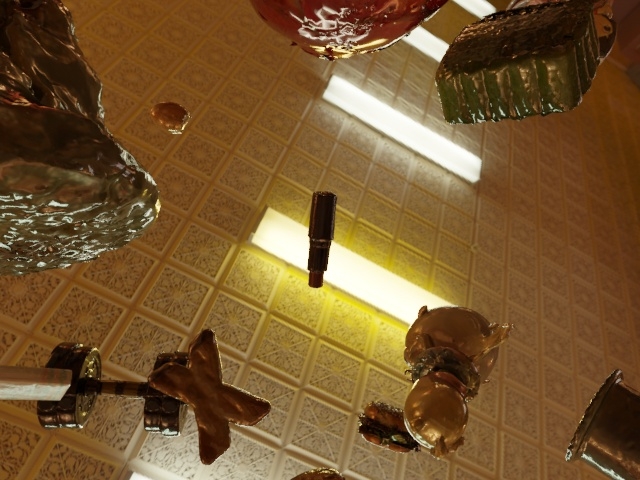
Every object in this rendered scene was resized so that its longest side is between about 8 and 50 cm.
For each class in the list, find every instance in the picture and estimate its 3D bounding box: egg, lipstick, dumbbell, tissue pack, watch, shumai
[{"bbox_3d":[-0.388,-0.319,1.258,0.096,0.080,0.080,26,-130,-6],"label":"egg"},{"bbox_3d":[0.000,0.000,1.469,0.081,0.081,0.300,-3,-75,-30],"label":"lipstick"},{"bbox_3d":[-0.433,0.323,1.062,0.388,0.185,0.185,5,-125,-6],"label":"dumbbell"},{"bbox_3d":[-0.337,0.156,0.536,0.108,0.056,0.023,16,-133,-35],"label":"tissue pack"},{"bbox_3d":[0.511,-0.451,1.088,0.196,0.231,0.244,-21,-99,-16],"label":"watch"},{"bbox_3d":[-0.370,-0.133,0.496,0.324,0.397,0.323,32,-131,-67],"label":"shumai"}]

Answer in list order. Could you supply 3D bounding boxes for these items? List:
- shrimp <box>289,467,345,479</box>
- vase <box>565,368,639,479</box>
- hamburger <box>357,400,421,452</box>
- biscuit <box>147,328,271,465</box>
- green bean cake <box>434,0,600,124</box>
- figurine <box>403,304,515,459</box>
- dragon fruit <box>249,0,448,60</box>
[{"bbox_3d":[-0.051,0.368,0.661,0.190,0.101,0.042,-23,-77,-9],"label":"shrimp"},{"bbox_3d":[0.693,0.436,0.987,0.245,0.245,0.291,-20,-146,-37],"label":"vase"},{"bbox_3d":[0.171,0.460,1.212,0.164,0.189,0.093,17,-98,-1],"label":"hamburger"},{"bbox_3d":[-0.214,0.295,0.940,0.164,0.047,0.208,-40,-102,-3],"label":"biscuit"},{"bbox_3d":[0.293,-0.267,0.734,0.200,0.214,0.113,-56,-47,-36],"label":"green bean cake"},{"bbox_3d":[0.266,0.258,0.971,0.226,0.274,0.394,46,-148,3],"label":"figurine"},{"bbox_3d":[0.043,-0.362,0.534,0.295,0.302,0.296,13,-123,-20],"label":"dragon fruit"}]
